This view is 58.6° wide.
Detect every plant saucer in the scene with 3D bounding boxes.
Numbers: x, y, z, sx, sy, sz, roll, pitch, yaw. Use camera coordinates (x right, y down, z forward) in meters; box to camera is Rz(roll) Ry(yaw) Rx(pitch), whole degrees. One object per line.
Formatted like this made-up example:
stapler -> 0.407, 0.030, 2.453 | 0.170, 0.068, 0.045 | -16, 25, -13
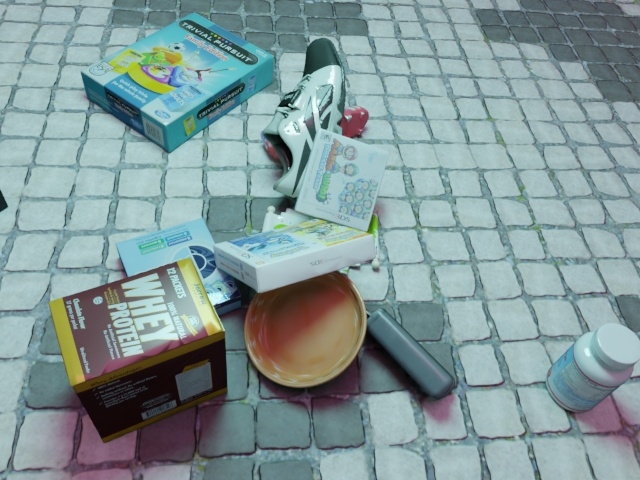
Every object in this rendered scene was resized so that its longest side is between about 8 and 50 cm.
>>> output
plant saucer -> -0.022, 0.134, 0.903 | 0.200, 0.037, 0.199 | -7, 64, 15

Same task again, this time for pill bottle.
pill bottle -> 0.419, 0.194, 0.876 | 0.087, 0.160, 0.087 | 4, 51, -5

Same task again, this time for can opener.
can opener -> 0.086, 0.160, 0.931 | 0.095, 0.076, 0.283 | -45, 65, 1

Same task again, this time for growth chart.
growth chart -> 0.000, 0.000, 1.063 | 0.237, 0.021, 0.172 | 1, 53, -7

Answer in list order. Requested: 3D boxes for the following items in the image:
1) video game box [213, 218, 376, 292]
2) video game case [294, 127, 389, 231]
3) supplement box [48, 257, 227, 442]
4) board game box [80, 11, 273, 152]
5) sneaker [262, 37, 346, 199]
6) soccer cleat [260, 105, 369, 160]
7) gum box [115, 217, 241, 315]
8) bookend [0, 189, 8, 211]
video game box -> -0.047, 0.018, 0.922 | 0.205, 0.048, 0.187 | -16, 19, -27
video game case -> 0.041, -0.109, 1.047 | 0.143, 0.019, 0.157 | 16, 88, -15
supplement box -> -0.243, 0.154, 0.796 | 0.191, 0.194, 0.129 | -18, 56, -21
board game box -> -0.308, -0.366, 1.273 | 0.254, 0.079, 0.336 | 33, 55, 17
sneaker -> -0.035, -0.239, 1.091 | 0.146, 0.122, 0.330 | 4, 79, -17
soccer cleat -> -0.008, -0.242, 1.219 | 0.248, 0.083, 0.095 | -28, 56, -23
gum box -> -0.242, 0.059, 0.969 | 0.157, 0.041, 0.184 | -19, 56, -22
bookend -> -0.604, -0.045, 0.982 | 0.157, 0.072, 0.156 | 33, 55, 17
